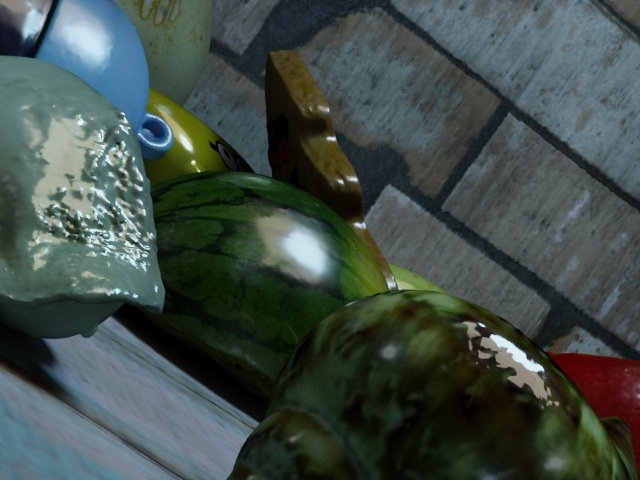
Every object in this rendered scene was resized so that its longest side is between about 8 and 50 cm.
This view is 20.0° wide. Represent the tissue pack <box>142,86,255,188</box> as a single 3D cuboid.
[{"bbox_3d":[-0.118,-0.034,1.390,0.127,0.123,0.178,46,3,36],"label":"tissue pack"}]

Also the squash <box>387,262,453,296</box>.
[{"bbox_3d":[0.085,0.099,1.777,0.247,0.132,0.132,35,1,-28],"label":"squash"}]

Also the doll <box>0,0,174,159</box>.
[{"bbox_3d":[-0.244,-0.132,1.252,0.314,0.141,0.177,26,46,-12],"label":"doll"}]

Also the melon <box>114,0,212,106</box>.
[{"bbox_3d":[-0.218,-0.192,1.500,0.268,0.268,0.330,35,-7,8],"label":"melon"}]

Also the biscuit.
[{"bbox_3d":[-0.001,0.000,1.362,0.278,0.043,0.301,106,-30,-70],"label":"biscuit"}]

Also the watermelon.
[{"bbox_3d":[-0.042,0.024,1.143,0.232,0.127,0.204,32,0,-12],"label":"watermelon"}]

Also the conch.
[{"bbox_3d":[0.047,0.100,0.740,0.181,0.124,0.187,26,-20,-18],"label":"conch"}]

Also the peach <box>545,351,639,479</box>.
[{"bbox_3d":[0.209,0.159,1.365,0.190,0.192,0.190,46,-5,5],"label":"peach"}]

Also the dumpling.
[{"bbox_3d":[-0.140,-0.031,0.791,0.152,0.108,0.219,35,-2,-40],"label":"dumpling"}]
